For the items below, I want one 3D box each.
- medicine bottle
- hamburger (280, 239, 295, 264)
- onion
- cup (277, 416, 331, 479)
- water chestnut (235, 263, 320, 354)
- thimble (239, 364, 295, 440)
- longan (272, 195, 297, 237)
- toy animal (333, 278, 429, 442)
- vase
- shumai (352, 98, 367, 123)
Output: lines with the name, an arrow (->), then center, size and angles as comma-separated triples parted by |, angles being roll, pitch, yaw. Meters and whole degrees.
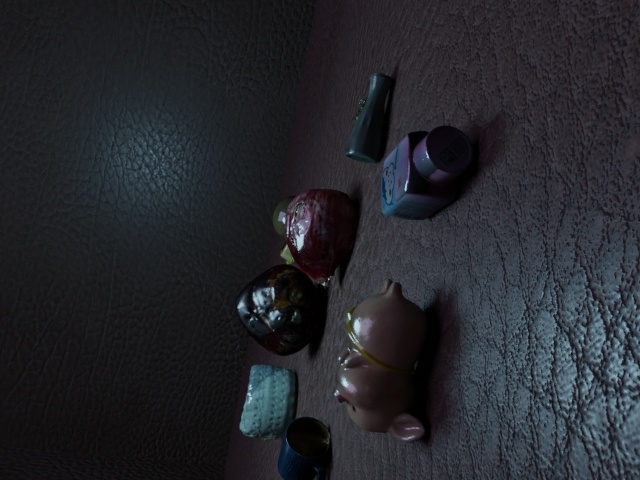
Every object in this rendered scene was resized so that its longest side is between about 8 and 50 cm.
medicine bottle -> 0.174, -0.116, 0.889 | 0.188, 0.095, 0.119 | 133, 144, -70
hamburger -> -0.112, 0.034, 2.181 | 0.126, 0.082, 0.141 | 138, 153, -68
onion -> -0.014, -0.007, 1.468 | 0.227, 0.120, 0.283 | -11, 80, 42
cup -> -0.044, 0.545, 1.329 | 0.150, 0.114, 0.138 | -93, 16, -54
water chestnut -> -0.121, 0.218, 1.680 | 0.244, 0.289, 0.288 | 8, -87, -68
thimble -> -0.177, 0.559, 1.836 | 0.205, 0.172, 0.249 | 113, 166, -62
longan -> -0.087, -0.096, 2.012 | 0.204, 0.159, 0.185 | -44, 20, -17
toy animal -> 0.100, 0.188, 0.880 | 0.165, 0.150, 0.247 | -53, -34, -87
vase -> 0.128, -0.306, 1.329 | 0.086, 0.086, 0.213 | -170, 95, -78
shumai -> 0.131, -0.330, 1.405 | 0.080, 0.083, 0.082 | -48, 48, 5
